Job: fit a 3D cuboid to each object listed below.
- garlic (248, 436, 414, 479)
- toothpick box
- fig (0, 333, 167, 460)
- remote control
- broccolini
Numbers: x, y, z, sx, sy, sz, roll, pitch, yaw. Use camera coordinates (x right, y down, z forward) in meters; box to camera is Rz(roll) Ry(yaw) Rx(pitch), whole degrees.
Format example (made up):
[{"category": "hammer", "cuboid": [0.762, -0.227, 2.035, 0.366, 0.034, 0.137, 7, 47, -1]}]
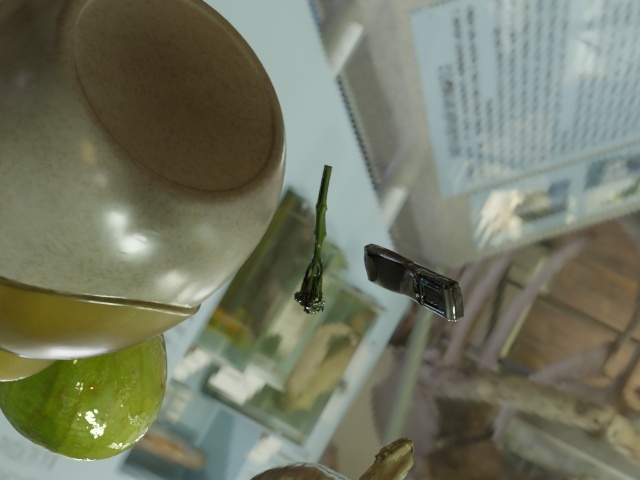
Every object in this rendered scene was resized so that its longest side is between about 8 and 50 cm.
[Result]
[{"category": "garlic", "cuboid": [0.021, 0.264, 1.234, 0.245, 0.253, 0.245, 14, 135, 14]}, {"category": "toothpick box", "cuboid": [-0.273, -0.068, 1.623, 0.409, 0.408, 0.425, 33, 135, -25]}, {"category": "fig", "cuboid": [-0.342, 0.152, 2.093, 0.258, 0.326, 0.258, 11, -166, -3]}, {"category": "remote control", "cuboid": [0.117, 0.053, 1.852, 0.212, 0.028, 0.059, 24, 131, 57]}, {"category": "broccolini", "cuboid": [0.001, 0.000, 2.059, 0.042, 0.218, 0.044, 13, -174, 22]}]
